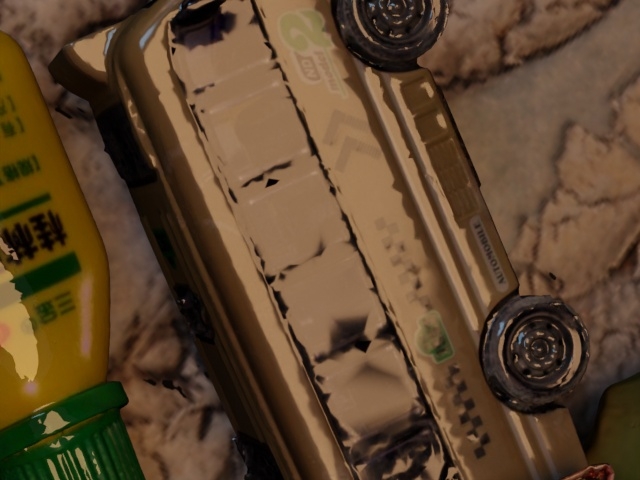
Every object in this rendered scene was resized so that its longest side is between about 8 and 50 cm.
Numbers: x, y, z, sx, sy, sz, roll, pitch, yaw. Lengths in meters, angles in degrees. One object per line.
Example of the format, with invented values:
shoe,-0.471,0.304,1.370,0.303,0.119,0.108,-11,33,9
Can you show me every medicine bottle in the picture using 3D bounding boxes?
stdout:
medicine bottle,-0.134,0.055,0.628,0.111,0.076,0.308,-24,97,-15

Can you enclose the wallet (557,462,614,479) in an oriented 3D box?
wallet,0.085,0.172,0.649,0.103,0.196,0.020,-28,57,-14

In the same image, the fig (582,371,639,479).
fig,0.251,0.132,0.681,0.207,0.207,0.230,-40,92,-14

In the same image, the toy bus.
toy bus,0.000,0.000,0.640,0.157,0.139,0.289,-25,98,-16
